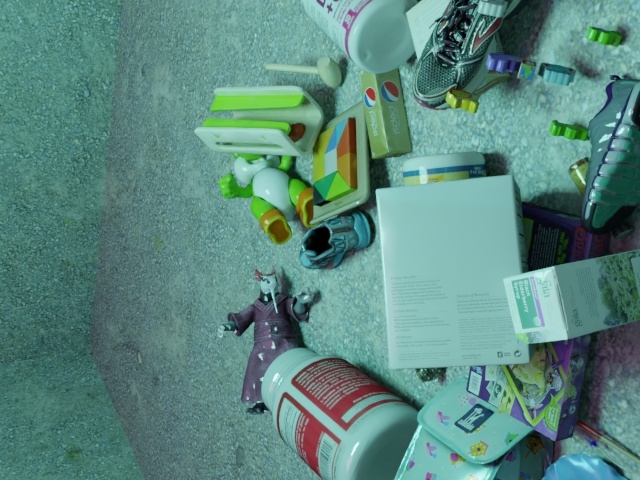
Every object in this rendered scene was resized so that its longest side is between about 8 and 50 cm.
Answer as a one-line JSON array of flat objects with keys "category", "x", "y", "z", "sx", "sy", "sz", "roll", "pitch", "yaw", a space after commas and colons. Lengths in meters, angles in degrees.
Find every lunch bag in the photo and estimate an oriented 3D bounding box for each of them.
[{"category": "lunch bag", "x": 0.266, "y": 0.388, "z": 1.391, "sx": 0.223, "sy": 0.160, "sz": 0.262, "roll": 23, "pitch": 90, "yaw": 59}]

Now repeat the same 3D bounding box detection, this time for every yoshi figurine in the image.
[{"category": "yoshi figurine", "x": -0.138, "y": -0.175, "z": 1.934, "sx": 0.203, "sy": 0.204, "sz": 0.362, "roll": -58, "pitch": 44, "yaw": 25}]

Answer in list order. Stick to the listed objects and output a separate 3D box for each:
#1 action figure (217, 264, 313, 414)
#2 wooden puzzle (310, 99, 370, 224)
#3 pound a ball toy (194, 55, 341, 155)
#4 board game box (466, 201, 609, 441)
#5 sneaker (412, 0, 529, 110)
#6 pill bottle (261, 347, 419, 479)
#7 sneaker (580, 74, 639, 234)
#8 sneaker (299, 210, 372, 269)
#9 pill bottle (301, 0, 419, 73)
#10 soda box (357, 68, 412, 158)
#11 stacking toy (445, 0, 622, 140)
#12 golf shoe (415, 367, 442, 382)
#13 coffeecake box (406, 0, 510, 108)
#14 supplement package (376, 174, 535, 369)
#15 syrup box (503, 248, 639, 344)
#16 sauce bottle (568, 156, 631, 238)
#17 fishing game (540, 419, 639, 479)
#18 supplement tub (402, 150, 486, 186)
[{"category": "action figure", "x": -0.104, "y": 0.243, "z": 2.020, "sx": 0.276, "sy": 0.248, "sz": 0.370, "roll": 47, "pitch": -143, "yaw": -67}, {"category": "wooden puzzle", "x": 0.033, "y": -0.167, "z": 1.710, "sx": 0.221, "sy": 0.044, "sz": 0.238, "roll": -21, "pitch": 62, "yaw": 58}, {"category": "pound a ball toy", "x": -0.101, "y": -0.292, "z": 1.802, "sx": 0.319, "sy": 0.136, "sz": 0.208, "roll": 7, "pitch": 66, "yaw": 37}, {"category": "board game box", "x": 0.343, "y": 0.120, "z": 1.289, "sx": 0.208, "sy": 0.056, "sz": 0.346, "roll": 27, "pitch": 114, "yaw": 59}, {"category": "sneaker", "x": 0.227, "y": -0.346, "z": 1.245, "sx": 0.121, "sy": 0.112, "sz": 0.299, "roll": 38, "pitch": 109, "yaw": 27}, {"category": "pill bottle", "x": 0.042, "y": 0.384, "z": 1.698, "sx": 0.408, "sy": 0.229, "sz": 0.228, "roll": 28, "pitch": 120, "yaw": 54}, {"category": "sneaker", "x": 0.412, "y": -0.121, "z": 1.129, "sx": 0.098, "sy": 0.083, "sz": 0.223, "roll": 44, "pitch": 119, "yaw": 60}, {"category": "sneaker", "x": 0.000, "y": 0.000, "z": 1.783, "sx": 0.262, "sy": 0.125, "sz": 0.104, "roll": -36, "pitch": 66, "yaw": 56}, {"category": "pill bottle", "x": 0.064, "y": -0.459, "z": 1.544, "sx": 0.283, "sy": 0.160, "sz": 0.160, "roll": 53, "pitch": 138, "yaw": 39}, {"category": "soda box", "x": 0.127, "y": -0.256, "z": 1.579, "sx": 0.058, "sy": 0.061, "sz": 0.181, "roll": -15, "pitch": 84, "yaw": 58}, {"category": "stacking toy", "x": 0.314, "y": -0.255, "z": 1.186, "sx": 0.221, "sy": 0.052, "sz": 0.166, "roll": 16, "pitch": 121, "yaw": 8}, {"category": "golf shoe", "x": 0.202, "y": 0.188, "z": 1.571, "sx": 0.086, "sy": 0.069, "sz": 0.176, "roll": -177, "pitch": 83, "yaw": -79}, {"category": "coffeecake box", "x": 0.234, "y": -0.340, "z": 1.377, "sx": 0.142, "sy": 0.068, "sz": 0.185, "roll": -25, "pitch": 75, "yaw": 56}, {"category": "supplement package", "x": 0.210, "y": 0.050, "z": 1.205, "sx": 0.199, "sy": 0.198, "sz": 0.262, "roll": -5, "pitch": 86, "yaw": 17}, {"category": "syrup box", "x": 0.369, "y": 0.072, "z": 1.080, "sx": 0.096, "sy": 0.237, "sz": 0.093, "roll": -21, "pitch": 79, "yaw": 58}, {"category": "sauce bottle", "x": 0.412, "y": -0.062, "z": 1.172, "sx": 0.128, "sy": 0.042, "sz": 0.042, "roll": 65, "pitch": 145, "yaw": 21}, {"category": "fishing game", "x": 0.431, "y": 0.424, "z": 1.251, "sx": 0.189, "sy": 0.041, "sz": 0.264, "roll": 31, "pitch": 117, "yaw": 43}, {"category": "supplement tub", "x": 0.221, "y": -0.050, "z": 1.388, "sx": 0.144, "sy": 0.144, "sz": 0.199, "roll": -1, "pitch": 96, "yaw": 59}]
